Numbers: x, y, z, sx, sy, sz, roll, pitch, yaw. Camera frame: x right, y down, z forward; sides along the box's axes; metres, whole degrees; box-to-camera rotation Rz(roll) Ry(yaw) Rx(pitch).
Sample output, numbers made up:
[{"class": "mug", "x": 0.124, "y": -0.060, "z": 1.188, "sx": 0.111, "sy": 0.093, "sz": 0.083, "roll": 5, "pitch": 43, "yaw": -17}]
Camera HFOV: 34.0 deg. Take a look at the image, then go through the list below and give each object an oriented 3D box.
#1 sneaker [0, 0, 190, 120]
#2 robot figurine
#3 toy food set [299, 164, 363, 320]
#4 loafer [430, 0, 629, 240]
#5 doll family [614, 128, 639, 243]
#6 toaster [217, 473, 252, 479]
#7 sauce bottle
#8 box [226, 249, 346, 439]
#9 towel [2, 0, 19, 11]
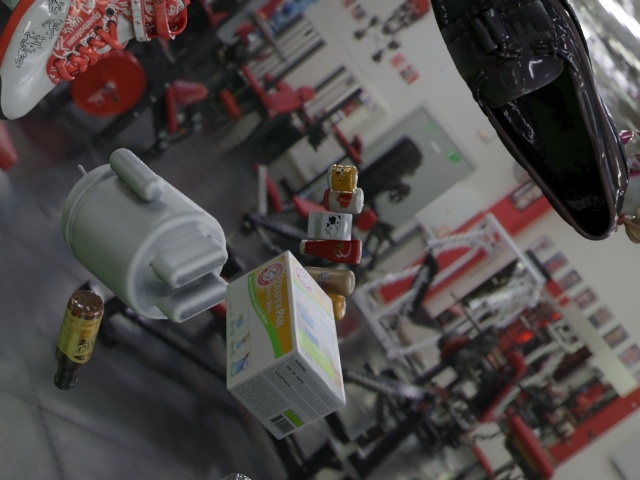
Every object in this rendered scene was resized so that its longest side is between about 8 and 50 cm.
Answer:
[{"class": "sneaker", "x": -0.233, "y": -0.227, "z": 1.107, "sx": 0.145, "sy": 0.270, "sz": 0.090, "roll": 25, "pitch": -10, "yaw": 6}, {"class": "robot figurine", "x": -0.297, "y": -0.004, "z": 1.746, "sx": 0.353, "sy": 0.199, "sz": 0.300, "roll": 35, "pitch": -45, "yaw": 37}, {"class": "toy food set", "x": 0.000, "y": 0.000, "z": 1.599, "sx": 0.111, "sy": 0.104, "sz": 0.232, "roll": -3, "pitch": 97, "yaw": -73}, {"class": "loafer", "x": 0.191, "y": -0.129, "z": 0.912, "sx": 0.303, "sy": 0.109, "sz": 0.095, "roll": 53, "pitch": 27, "yaw": -25}, {"class": "doll family", "x": 0.448, "y": -0.050, "z": 1.170, "sx": 0.118, "sy": 0.262, "sz": 0.163, "roll": -90, "pitch": 168, "yaw": -72}, {"class": "toaster", "x": -0.125, "y": 0.434, "z": 1.485, "sx": 0.168, "sy": 0.185, "sz": 0.110, "roll": 46, "pitch": 31, "yaw": -26}, {"class": "sauce bottle", "x": -0.273, "y": 0.114, "z": 1.168, "sx": 0.042, "sy": 0.128, "sz": 0.042, "roll": 14, "pitch": 36, "yaw": -11}, {"class": "box", "x": -0.047, "y": 0.128, "z": 1.324, "sx": 0.114, "sy": 0.103, "sz": 0.203, "roll": 51, "pitch": 18, "yaw": -31}, {"class": "towel", "x": -0.249, "y": -0.413, "z": 1.248, "sx": 0.090, "sy": 0.374, "sz": 0.320, "roll": 58, "pitch": 1, "yaw": 19}]
